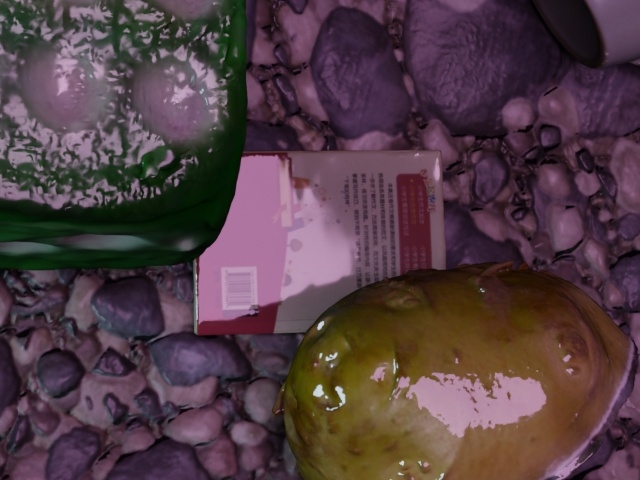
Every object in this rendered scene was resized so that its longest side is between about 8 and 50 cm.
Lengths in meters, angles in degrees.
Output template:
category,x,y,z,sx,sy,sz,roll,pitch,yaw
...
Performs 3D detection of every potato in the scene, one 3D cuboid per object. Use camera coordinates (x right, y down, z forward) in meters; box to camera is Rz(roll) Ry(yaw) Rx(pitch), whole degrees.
category,x,y,z,sx,sy,sz,roll,pitch,yaw
potato,0.103,0.104,1.535,0.300,0.246,0.196,-37,108,-12

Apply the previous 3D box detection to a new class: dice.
category,x,y,z,sx,sy,sz,roll,pitch,yaw
dice,-0.223,-0.129,1.449,0.297,0.300,0.287,7,79,-14

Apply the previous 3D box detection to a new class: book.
category,x,y,z,sx,sy,sz,roll,pitch,yaw
book,0.000,0.000,1.637,0.232,0.022,0.162,-1,87,-16

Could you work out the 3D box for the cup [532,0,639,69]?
category,x,y,z,sx,sy,sz,roll,pitch,yaw
cup,0.328,-0.238,1.697,0.234,0.186,0.258,-33,120,-8
